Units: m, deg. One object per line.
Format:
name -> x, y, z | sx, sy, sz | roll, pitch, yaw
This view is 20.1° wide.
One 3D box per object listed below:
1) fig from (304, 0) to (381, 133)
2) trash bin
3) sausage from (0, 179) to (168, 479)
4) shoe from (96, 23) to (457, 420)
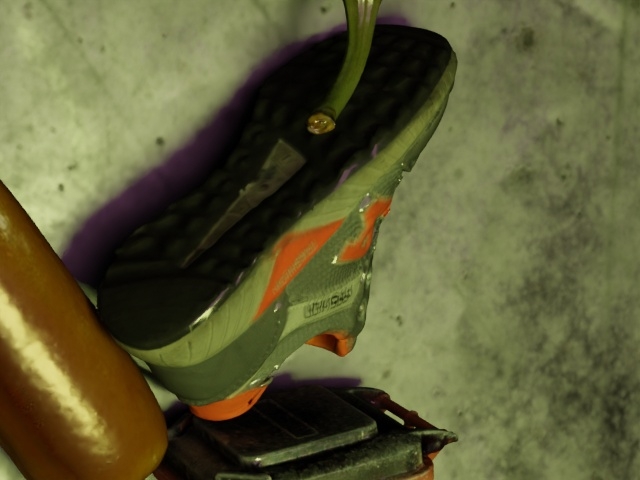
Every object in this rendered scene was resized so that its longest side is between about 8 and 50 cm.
fig -> 0.024, -0.188, 1.218 | 0.149, 0.149, 0.245 | 6, 83, -26
trash bin -> -0.001, 0.230, 1.259 | 0.184, 0.161, 0.238 | -14, 108, -23
sausage -> -0.198, 0.059, 1.174 | 0.105, 0.105, 0.274 | -39, 111, -17
shoe -> 0.000, 0.000, 1.252 | 0.336, 0.132, 0.171 | -48, 135, -27
